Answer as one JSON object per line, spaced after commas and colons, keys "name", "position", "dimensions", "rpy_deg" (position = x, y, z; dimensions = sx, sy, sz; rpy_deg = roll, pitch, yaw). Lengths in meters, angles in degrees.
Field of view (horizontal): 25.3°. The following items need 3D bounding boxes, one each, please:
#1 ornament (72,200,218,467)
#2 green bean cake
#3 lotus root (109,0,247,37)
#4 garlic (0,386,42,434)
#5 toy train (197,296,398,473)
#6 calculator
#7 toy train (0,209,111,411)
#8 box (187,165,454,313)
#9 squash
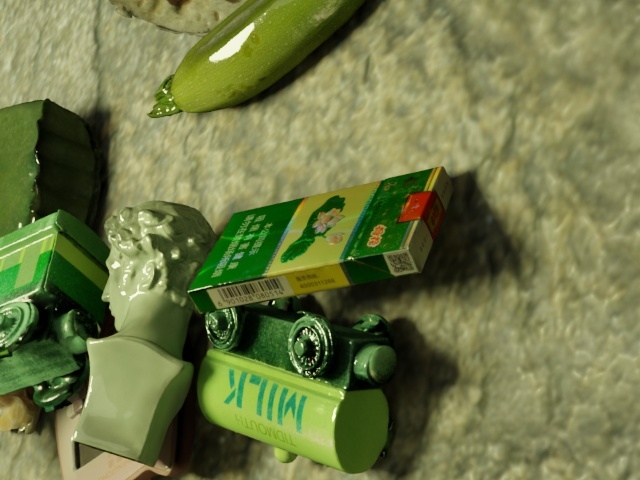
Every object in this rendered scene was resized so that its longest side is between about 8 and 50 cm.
{"name": "ornament", "position": [-0.172, 0.089, 1.445], "dimensions": [0.130, 0.120, 0.285], "rpy_deg": [2, 63, 4]}
{"name": "green bean cake", "position": [-0.378, -0.049, 1.747], "dimensions": [0.227, 0.125, 0.222], "rpy_deg": [-13, 65, 40]}
{"name": "lotus root", "position": [-0.135, -0.378, 1.543], "dimensions": [0.272, 0.272, 0.192], "rpy_deg": [-41, 41, 28]}
{"name": "garlic", "position": [-0.385, 0.159, 1.704], "dimensions": [0.174, 0.099, 0.124], "rpy_deg": [-3, 67, 46]}
{"name": "toy train", "position": [-0.025, 0.134, 1.350], "dimensions": [0.253, 0.105, 0.157], "rpy_deg": [10, 97, 48]}
{"name": "calculator", "position": [-0.220, 0.142, 1.579], "dimensions": [0.220, 0.048, 0.329], "rpy_deg": [-36, 51, 33]}
{"name": "toy train", "position": [-0.363, 0.103, 1.571], "dimensions": [0.301, 0.120, 0.202], "rpy_deg": [-22, 41, 26]}
{"name": "box", "position": [0.000, 0.000, 1.326], "dimensions": [0.235, 0.034, 0.132], "rpy_deg": [-11, 31, 29]}
{"name": "squash", "position": [-0.069, -0.206, 1.515], "dimensions": [0.341, 0.094, 0.094], "rpy_deg": [-33, 55, 31]}
